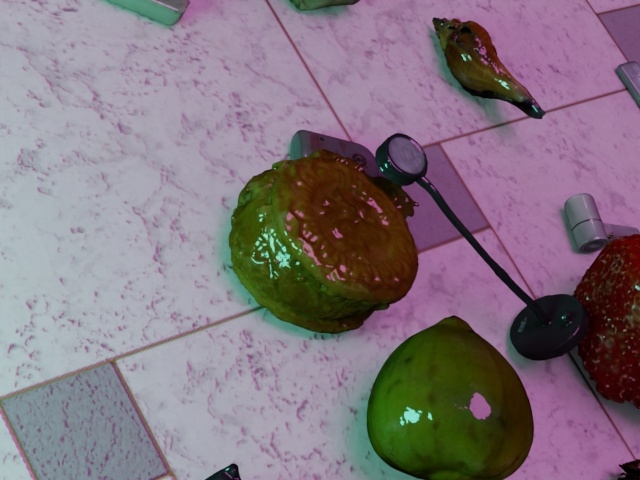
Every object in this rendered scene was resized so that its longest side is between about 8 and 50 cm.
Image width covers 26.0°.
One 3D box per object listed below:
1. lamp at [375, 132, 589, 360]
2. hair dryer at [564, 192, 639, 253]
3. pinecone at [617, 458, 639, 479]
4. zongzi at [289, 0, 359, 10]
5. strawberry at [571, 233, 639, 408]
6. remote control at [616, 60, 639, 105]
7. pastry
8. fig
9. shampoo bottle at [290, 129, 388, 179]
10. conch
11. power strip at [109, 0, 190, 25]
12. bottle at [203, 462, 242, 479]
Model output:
[{"bbox_3d":[0.191,0.021,1.840,0.371,0.108,0.130,37,48,-16],"label":"lamp"},{"bbox_3d":[0.432,-0.021,2.087,0.137,0.047,0.082,8,56,-34],"label":"hair dryer"},{"bbox_3d":[0.425,0.330,1.832,0.077,0.077,0.083,22,83,-18],"label":"pinecone"},{"bbox_3d":[0.006,-0.567,2.011,0.160,0.323,0.360,-1,57,-23],"label":"zongzi"},{"bbox_3d":[0.478,0.108,1.899,0.261,0.257,0.261,13,49,-15],"label":"strawberry"},{"bbox_3d":[0.544,-0.247,2.321,0.053,0.018,0.124,-20,72,-38],"label":"remote control"},{"bbox_3d":[0.000,0.000,1.762,0.240,0.132,0.235,29,40,-21],"label":"pastry"},{"bbox_3d":[0.158,0.188,1.674,0.203,0.203,0.225,19,59,-20],"label":"fig"},{"bbox_3d":[0.039,-0.102,1.899,0.165,0.040,0.080,12,53,-24],"label":"shampoo bottle"},{"bbox_3d":[0.244,-0.258,2.101,0.080,0.086,0.232,-32,80,0],"label":"conch"},{"bbox_3d":[-0.290,-0.383,1.881,0.270,0.046,0.118,21,51,-20],"label":"power strip"},{"bbox_3d":[-0.047,0.354,1.525,0.244,0.082,0.072,47,4,2],"label":"bottle"}]
